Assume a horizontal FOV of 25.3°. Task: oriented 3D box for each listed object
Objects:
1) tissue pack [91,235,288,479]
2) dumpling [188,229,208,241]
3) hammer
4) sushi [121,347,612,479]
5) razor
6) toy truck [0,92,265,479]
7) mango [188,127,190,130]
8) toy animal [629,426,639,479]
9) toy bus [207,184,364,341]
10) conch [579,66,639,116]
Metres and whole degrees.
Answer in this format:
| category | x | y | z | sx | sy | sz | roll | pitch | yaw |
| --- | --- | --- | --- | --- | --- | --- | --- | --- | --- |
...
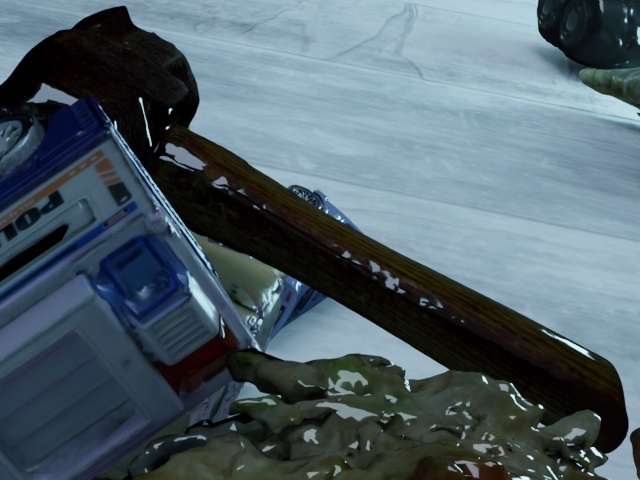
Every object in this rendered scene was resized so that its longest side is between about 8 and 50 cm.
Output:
| category | x | y | z | sx | sy | sz | roll | pitch | yaw |
| --- | --- | --- | --- | --- | --- | --- | --- | --- | --- |
| tissue pack | -0.167 | 0.047 | 0.839 | 0.256 | 0.123 | 0.215 | 20 | 22 | 4 |
| dumpling | -0.180 | -0.030 | 1.049 | 0.215 | 0.126 | 0.166 | -3 | -5 | 2 |
| hammer | 0.000 | 0.000 | 0.832 | 0.408 | 0.095 | 0.242 | 27 | 18 | 0 |
| sushi | 0.019 | 0.137 | 0.512 | 0.238 | 0.219 | 0.225 | -29 | 73 | -26 |
| razor | 0.452 | -0.266 | 1.845 | 0.326 | 0.107 | 0.189 | 4 | 22 | -15 |
| toy truck | -0.171 | 0.068 | 0.627 | 0.268 | 0.124 | 0.155 | -36 | 32 | -4 |
| mango | -0.160 | -0.104 | 1.293 | 0.073 | 0.056 | 0.108 | 3 | 11 | -25 |
| toy animal | 0.298 | 0.124 | 0.781 | 0.312 | 0.097 | 0.157 | -4 | -12 | -28 |
| toy bus | -0.034 | 0.021 | 1.010 | 0.076 | 0.073 | 0.167 | 40 | 30 | 11 |
| conch | 0.485 | -0.179 | 1.554 | 0.386 | 0.170 | 0.203 | 24 | -12 | 40 |
